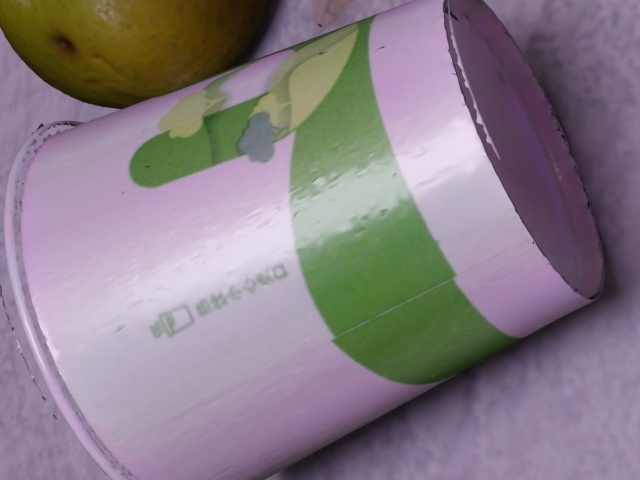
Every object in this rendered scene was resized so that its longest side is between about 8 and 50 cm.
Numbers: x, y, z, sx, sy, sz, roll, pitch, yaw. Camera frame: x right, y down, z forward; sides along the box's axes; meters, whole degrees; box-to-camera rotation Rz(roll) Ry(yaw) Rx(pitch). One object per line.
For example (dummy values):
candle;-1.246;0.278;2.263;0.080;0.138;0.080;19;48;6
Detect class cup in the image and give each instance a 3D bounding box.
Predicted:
cup;0.000;0.000;0.989;0.274;0.253;0.253;-23;65;21

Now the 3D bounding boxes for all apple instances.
apple;-0.128;-0.183;1.169;0.196;0.157;0.196;-19;61;37
